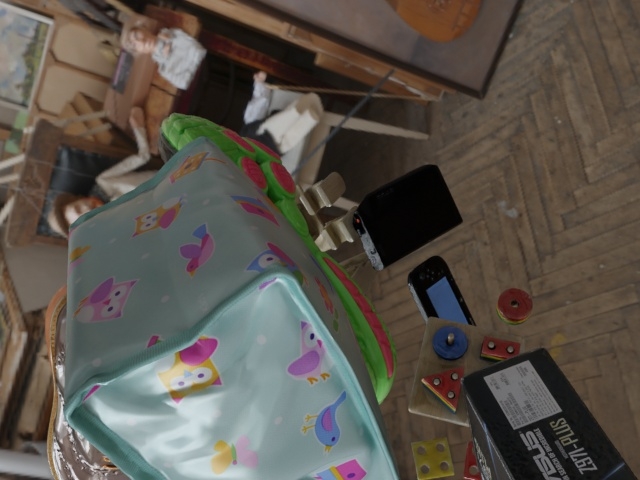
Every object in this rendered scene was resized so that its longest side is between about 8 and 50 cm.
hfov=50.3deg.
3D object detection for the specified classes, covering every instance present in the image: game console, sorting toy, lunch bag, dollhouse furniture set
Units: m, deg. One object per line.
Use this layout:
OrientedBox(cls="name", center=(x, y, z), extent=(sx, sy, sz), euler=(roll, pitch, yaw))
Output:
OrientedBox(cls="game console", center=(0.208, 0.052, 1.267), extent=(0.044, 0.213, 0.362), euler=(-18, 98, 60))
OrientedBox(cls="sorting toy", center=(0.189, 0.177, 0.878), extent=(0.132, 0.046, 0.275), euler=(11, 66, 13))
OrientedBox(cls="lunch bag", center=(-0.047, 0.093, 0.472), extent=(0.160, 0.262, 0.223), euler=(-32, 33, -1))
OrientedBox(cls="dollhouse furniture set", center=(0.000, 0.000, 1.325), extent=(0.212, 0.161, 0.242), euler=(-25, 103, 30))

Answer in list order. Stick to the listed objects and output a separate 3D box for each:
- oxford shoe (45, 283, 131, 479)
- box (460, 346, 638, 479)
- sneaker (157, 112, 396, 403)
OrientedBox(cls="oxford shoe", center=(-0.264, 0.236, 0.833), extent=(0.132, 0.129, 0.364), euler=(22, 121, 57))
OrientedBox(cls="box", center=(0.186, 0.202, 0.531), extent=(0.180, 0.077, 0.147), euler=(-113, 3, -50))
OrientedBox(cls="sneaker", center=(-0.103, 0.027, 0.836), extent=(0.202, 0.185, 0.483), euler=(-45, 57, 24))
